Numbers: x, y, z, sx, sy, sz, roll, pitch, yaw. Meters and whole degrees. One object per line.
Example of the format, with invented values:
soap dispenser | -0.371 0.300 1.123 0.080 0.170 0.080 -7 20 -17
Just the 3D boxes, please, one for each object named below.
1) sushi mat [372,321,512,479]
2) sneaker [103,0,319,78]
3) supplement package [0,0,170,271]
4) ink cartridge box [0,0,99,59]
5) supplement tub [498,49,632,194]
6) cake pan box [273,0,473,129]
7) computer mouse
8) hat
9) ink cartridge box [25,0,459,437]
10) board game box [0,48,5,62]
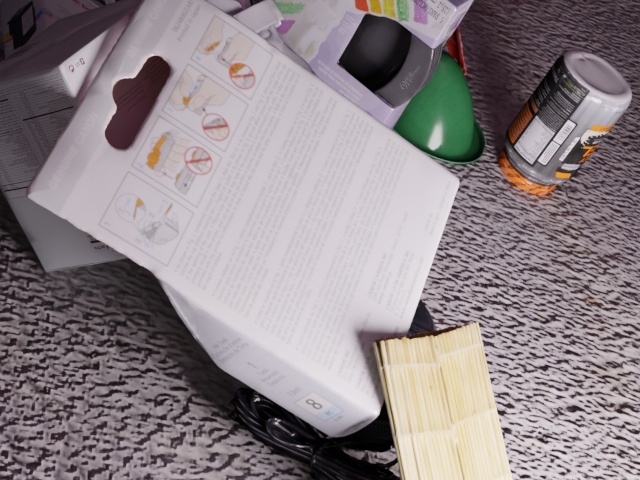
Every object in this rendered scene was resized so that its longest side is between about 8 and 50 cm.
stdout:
sushi mat | 0.133 0.239 1.289 0.151 0.019 0.317 -4 79 -46
sneaker | -0.116 -0.317 1.705 0.366 0.210 0.137 38 37 7
supplement package | -0.219 -0.110 1.361 0.194 0.149 0.203 -51 124 -50
ink cartridge box | -0.289 -0.206 1.537 0.127 0.072 0.175 32 29 -40
supplement tub | 0.333 -0.160 1.876 0.117 0.190 0.117 19 39 -17
cake pan box | 0.042 -0.292 1.767 0.267 0.246 0.070 41 41 8
computer mouse | 0.031 0.149 1.409 0.188 0.072 0.272 30 45 5
hat | 0.181 -0.239 1.859 0.208 0.183 0.173 45 38 16
ink cartridge box | -0.069 -0.035 1.321 0.385 0.091 0.308 33 54 -14
board game box | -0.363 -0.177 1.513 0.133 0.033 0.169 15 40 -22
